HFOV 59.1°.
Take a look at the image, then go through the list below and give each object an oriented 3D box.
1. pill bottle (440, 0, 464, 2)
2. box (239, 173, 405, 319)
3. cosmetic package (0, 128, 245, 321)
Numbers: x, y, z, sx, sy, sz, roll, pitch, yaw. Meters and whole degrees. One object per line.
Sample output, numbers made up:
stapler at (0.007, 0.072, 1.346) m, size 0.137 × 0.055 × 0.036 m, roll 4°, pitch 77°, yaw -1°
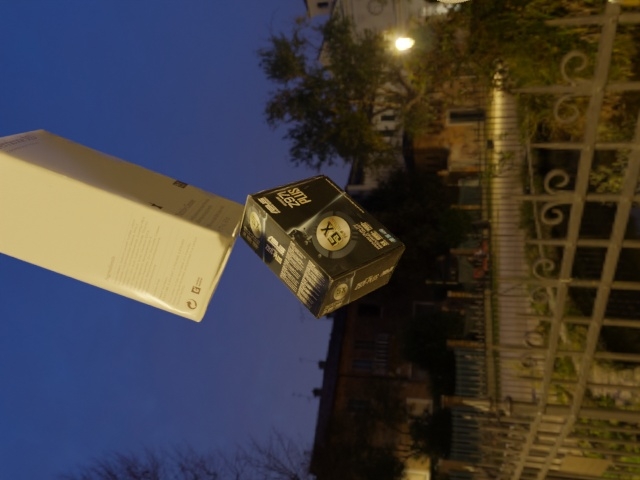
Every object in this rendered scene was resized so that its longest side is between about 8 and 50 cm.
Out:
pill bottle at (0.064, -0.242, 0.197) m, size 0.265 × 0.153 × 0.153 m, roll 63°, pitch -157°, yaw -19°
box at (0.000, 0.000, 0.789) m, size 0.147 × 0.180 × 0.078 m, roll -21°, pitch -36°, yaw -39°
cosmetic package at (-0.332, -0.034, 0.916) m, size 0.217 × 0.385 × 0.156 m, roll -98°, pitch 31°, yaw -73°
